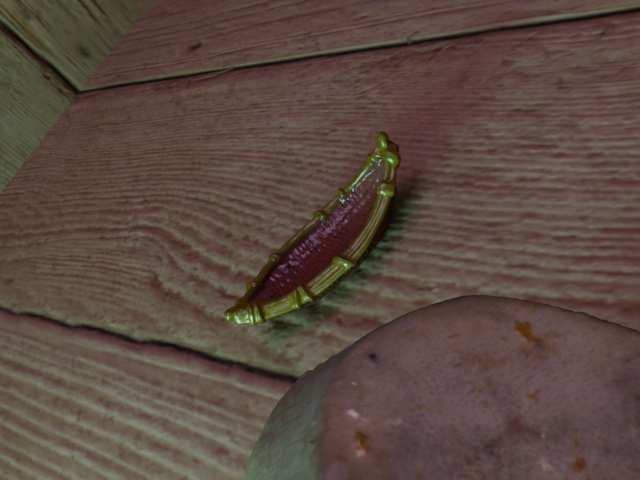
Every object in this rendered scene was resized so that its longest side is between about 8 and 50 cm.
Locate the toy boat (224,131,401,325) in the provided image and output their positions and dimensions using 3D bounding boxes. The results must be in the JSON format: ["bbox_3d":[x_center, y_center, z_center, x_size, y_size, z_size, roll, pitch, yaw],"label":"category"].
[{"bbox_3d":[0.005,0.002,1.071,0.318,0.099,0.141,-49,33,-3],"label":"toy boat"}]

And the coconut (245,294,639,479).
[{"bbox_3d":[0.125,0.230,0.542,0.347,0.360,0.346,-3,44,3],"label":"coconut"}]
